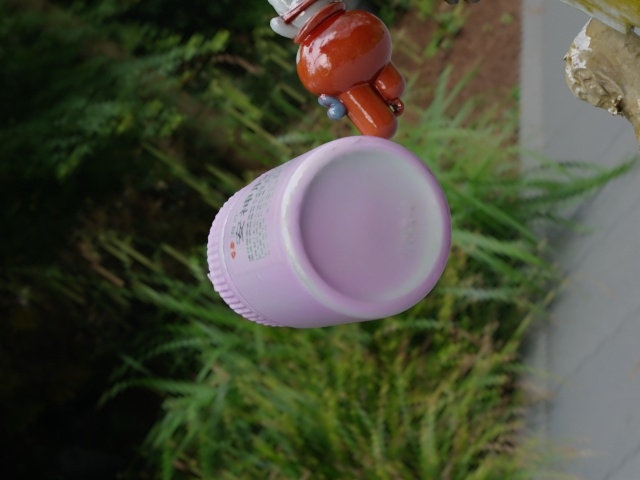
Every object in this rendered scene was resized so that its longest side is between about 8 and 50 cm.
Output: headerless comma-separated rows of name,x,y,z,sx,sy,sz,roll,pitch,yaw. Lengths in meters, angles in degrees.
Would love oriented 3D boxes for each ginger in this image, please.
ginger,0.382,-0.175,1.731,0.137,0.213,0.074,-39,-7,-11

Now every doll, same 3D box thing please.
doll,0.036,-0.283,2.267,0.161,0.290,0.130,-39,3,-23

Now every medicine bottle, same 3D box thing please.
medicine bottle,0.000,0.000,1.517,0.178,0.178,0.290,-58,13,-15

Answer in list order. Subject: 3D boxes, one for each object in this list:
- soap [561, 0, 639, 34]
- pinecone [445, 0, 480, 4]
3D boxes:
soap,0.369,-0.350,1.493,0.281,0.259,0.143,-47,-33,-13
pinecone,0.211,-0.458,2.111,0.264,0.264,0.264,-53,10,13
